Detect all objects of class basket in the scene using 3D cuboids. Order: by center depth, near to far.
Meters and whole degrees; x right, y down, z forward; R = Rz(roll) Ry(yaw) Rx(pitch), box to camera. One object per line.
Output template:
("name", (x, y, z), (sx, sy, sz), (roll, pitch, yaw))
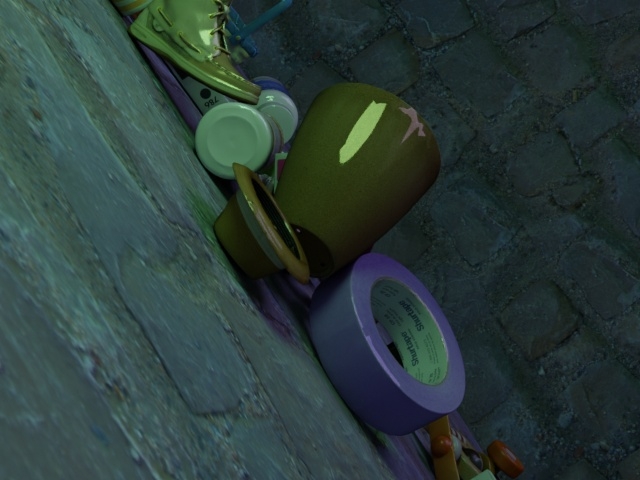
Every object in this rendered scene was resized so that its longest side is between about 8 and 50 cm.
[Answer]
("basket", (-0.217, -0.556, 2.146), (0.201, 0.289, 0.255), (53, 5, -41))

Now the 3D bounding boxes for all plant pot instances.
("plant pot", (0.029, -0.073, 1.348), (0.237, 0.254, 0.237), (21, -36, 17))

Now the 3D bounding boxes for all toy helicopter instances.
("toy helicopter", (0.237, 0.391, 1.766), (0.355, 0.140, 0.235), (48, 10, 23))

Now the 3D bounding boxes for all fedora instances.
("fedora", (-0.088, -0.010, 1.158), (0.194, 0.079, 0.194), (58, 6, -10))

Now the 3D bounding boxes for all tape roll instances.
("tape roll", (0.108, 0.159, 1.364), (0.274, 0.090, 0.275), (38, 33, -30))

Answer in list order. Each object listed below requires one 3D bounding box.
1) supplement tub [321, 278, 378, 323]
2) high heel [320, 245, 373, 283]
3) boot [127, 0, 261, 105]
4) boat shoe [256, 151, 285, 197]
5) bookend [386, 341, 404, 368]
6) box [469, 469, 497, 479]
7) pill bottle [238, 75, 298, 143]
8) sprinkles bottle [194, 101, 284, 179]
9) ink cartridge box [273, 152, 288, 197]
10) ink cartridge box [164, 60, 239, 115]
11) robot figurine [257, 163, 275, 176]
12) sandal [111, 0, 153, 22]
("supplement tub", (0.069, 0.094, 1.904), (0.198, 0.106, 0.106), (58, 5, 3))
("high heel", (0.050, 0.074, 1.517), (0.244, 0.117, 0.082), (77, 17, -44))
("boot", (-0.169, -0.362, 1.457), (0.262, 0.203, 0.095), (34, 4, 16))
("boat shoe", (-0.073, -0.102, 1.801), (0.277, 0.098, 0.096), (62, 6, 35))
("bookend", (0.228, 0.323, 2.202), (0.156, 0.072, 0.157), (58, 4, 2))
("box", (0.277, 0.488, 1.344), (0.181, 0.119, 0.182), (55, 5, -17))
("pill bottle", (-0.142, -0.343, 2.359), (0.152, 0.152, 0.272), (55, 5, -23))
("sprinkles bottle", (-0.132, -0.174, 1.525), (0.121, 0.121, 0.355), (57, 5, -5))
("ink cartridge box", (-0.023, -0.036, 1.605), (0.311, 0.065, 0.186), (32, 58, -74))
("ink cartridge box", (-0.265, -0.357, 1.746), (0.333, 0.065, 0.165), (53, 6, -25))
("robot figurine", (-0.131, -0.178, 1.772), (0.115, 0.067, 0.101), (34, 40, 9))
("sandal", (-0.303, -0.419, 1.531), (0.076, 0.102, 0.265), (58, 2, 42))
